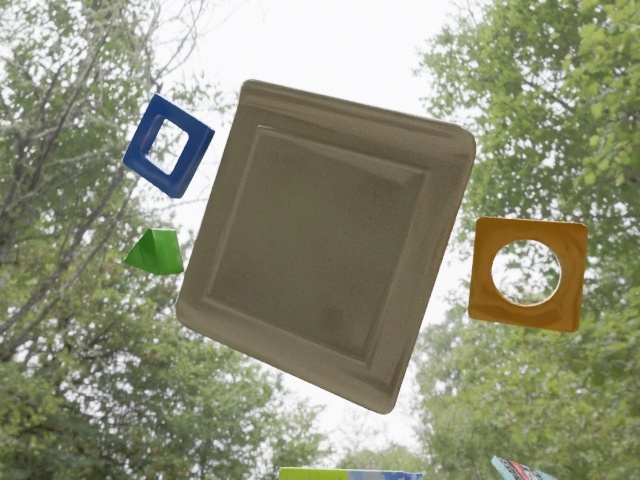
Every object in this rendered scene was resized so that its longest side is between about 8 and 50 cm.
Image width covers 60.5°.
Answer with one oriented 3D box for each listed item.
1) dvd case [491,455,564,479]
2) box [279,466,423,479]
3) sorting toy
[{"bbox_3d":[0.271,0.302,0.650,0.119,0.087,0.013,24,-80,-20],"label":"dvd case"},{"bbox_3d":[0.036,0.337,0.666,0.178,0.109,0.042,2,-34,0],"label":"box"},{"bbox_3d":[0.000,0.000,0.392,0.347,0.047,0.196,19,-84,22],"label":"sorting toy"}]
